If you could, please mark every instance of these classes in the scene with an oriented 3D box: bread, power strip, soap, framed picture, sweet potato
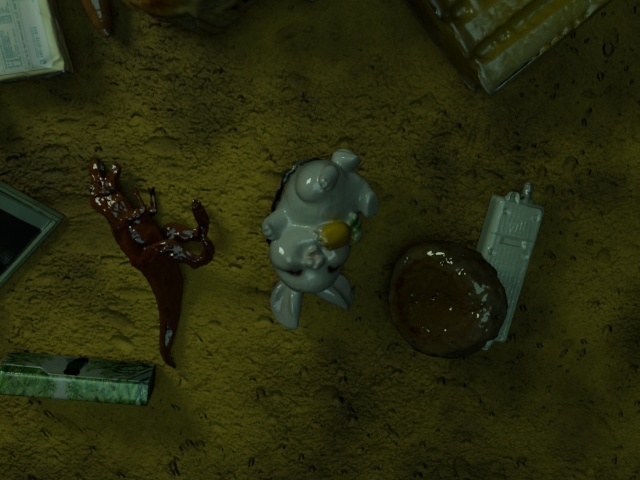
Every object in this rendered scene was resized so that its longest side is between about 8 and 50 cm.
[{"bbox_3d":[0.237,0.109,1.297,0.230,0.123,0.229,6,101,32],"label":"bread"},{"bbox_3d":[0.350,0.047,1.350,0.098,0.058,0.338,12,102,-7],"label":"power strip"},{"bbox_3d":[0.325,-0.463,1.184,0.335,0.156,0.293,-41,106,5],"label":"soap"},{"bbox_3d":[-0.626,-0.022,1.189,0.231,0.018,0.293,-46,137,6],"label":"framed picture"},{"bbox_3d":[-0.390,-0.446,1.178,0.058,0.055,0.202,-13,104,-24],"label":"sweet potato"}]

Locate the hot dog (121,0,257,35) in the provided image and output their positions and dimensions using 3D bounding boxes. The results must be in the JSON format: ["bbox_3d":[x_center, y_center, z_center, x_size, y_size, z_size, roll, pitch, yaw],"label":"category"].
[{"bbox_3d":[-0.204,-0.507,1.064,0.367,0.196,0.365,49,131,-9],"label":"hot dog"}]

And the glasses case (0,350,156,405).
[{"bbox_3d":[-0.455,0.258,1.311,0.272,0.095,0.062,6,98,-7],"label":"glasses case"}]

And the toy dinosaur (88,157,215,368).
[{"bbox_3d":[-0.281,0.032,1.275,0.208,0.097,0.432,-19,100,14],"label":"toy dinosaur"}]

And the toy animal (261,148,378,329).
[{"bbox_3d":[-0.005,-0.002,1.266,0.209,0.154,0.325,-15,126,-22],"label":"toy animal"}]

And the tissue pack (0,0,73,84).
[{"bbox_3d":[-0.514,-0.367,1.166,0.148,0.092,0.196,-9,102,-3],"label":"tissue pack"}]
